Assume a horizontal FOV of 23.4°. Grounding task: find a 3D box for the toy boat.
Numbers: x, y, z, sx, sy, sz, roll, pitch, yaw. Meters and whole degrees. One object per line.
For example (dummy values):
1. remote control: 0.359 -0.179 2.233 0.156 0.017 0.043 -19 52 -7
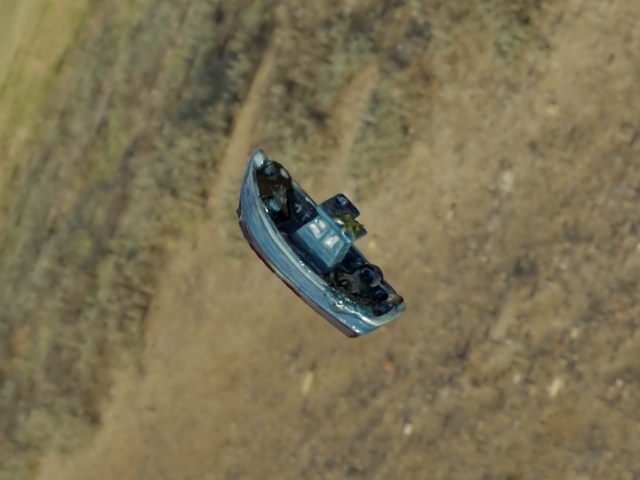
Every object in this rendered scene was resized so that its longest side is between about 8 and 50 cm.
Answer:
1. toy boat: 0.000 0.000 0.970 0.060 0.137 0.061 -26 -22 -54
